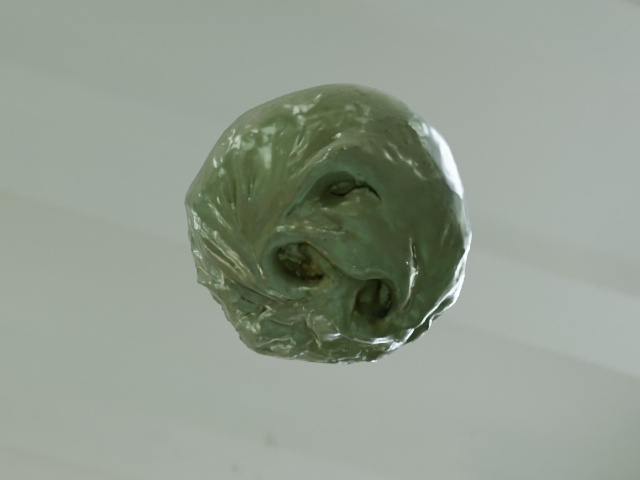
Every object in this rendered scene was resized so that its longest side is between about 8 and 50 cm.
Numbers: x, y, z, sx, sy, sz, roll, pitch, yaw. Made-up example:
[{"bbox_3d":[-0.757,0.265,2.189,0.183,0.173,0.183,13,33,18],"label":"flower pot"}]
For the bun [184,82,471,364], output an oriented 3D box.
[{"bbox_3d":[0.000,0.000,1.324,0.231,0.133,0.231,7,-68,18],"label":"bun"}]
